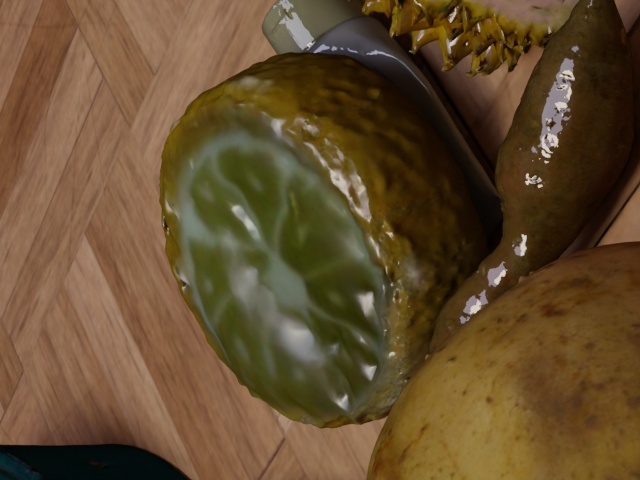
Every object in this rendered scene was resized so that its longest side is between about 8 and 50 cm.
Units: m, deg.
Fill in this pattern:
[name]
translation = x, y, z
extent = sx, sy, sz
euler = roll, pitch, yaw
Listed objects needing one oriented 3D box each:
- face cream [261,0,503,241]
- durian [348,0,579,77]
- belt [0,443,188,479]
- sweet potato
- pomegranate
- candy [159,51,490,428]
[face cream]
translation = 0.045, -0.076, 1.295
extent = 0.224, 0.070, 0.114
euler = 56, 141, 18
[durian]
translation = 0.030, -0.238, 1.175
extent = 0.185, 0.196, 0.305
euler = -28, 72, 61
[belt]
translation = -0.213, 0.328, 1.616
extent = 0.436, 0.173, 0.300
euler = 21, 102, 50
[sweet potato]
translation = 0.136, -0.033, 1.133
extent = 0.075, 0.075, 0.269
euler = 45, 122, 44
[pomegranate]
translation = 0.156, 0.138, 0.949
extent = 0.281, 0.281, 0.281
euler = 10, 102, 55
[candy]
translation = 0.000, 0.000, 1.266
extent = 0.260, 0.118, 0.260
euler = 26, 129, 36
